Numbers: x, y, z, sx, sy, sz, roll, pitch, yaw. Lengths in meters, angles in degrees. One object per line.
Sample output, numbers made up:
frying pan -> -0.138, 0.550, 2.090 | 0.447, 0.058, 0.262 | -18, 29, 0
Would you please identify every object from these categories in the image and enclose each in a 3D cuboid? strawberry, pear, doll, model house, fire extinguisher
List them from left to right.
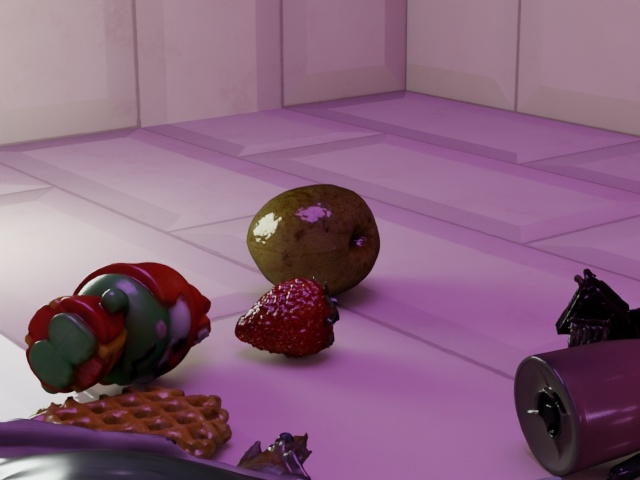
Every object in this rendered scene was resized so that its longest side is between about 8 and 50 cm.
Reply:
doll -> -0.264, 0.115, 1.772 | 0.160, 0.183, 0.363 | 40, 21, 22
strawberry -> -0.047, 0.111, 1.894 | 0.148, 0.131, 0.131 | 11, 18, 10
pear -> 0.000, 0.000, 2.152 | 0.211, 0.188, 0.228 | 12, 18, 44
model house -> 0.394, 0.136, 1.731 | 0.141, 0.164, 0.203 | -3, 18, 9
fire extinguisher -> 0.366, 0.270, 1.499 | 0.083, 0.025, 0.038 | -15, -18, -38

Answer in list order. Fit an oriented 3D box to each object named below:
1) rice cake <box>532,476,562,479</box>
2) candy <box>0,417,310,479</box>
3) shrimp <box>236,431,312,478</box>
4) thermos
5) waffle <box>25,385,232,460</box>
rice cake -> 0.171, 0.304, 1.359 | 0.237, 0.043, 0.127 | -3, 17, -12
candy -> -0.151, 0.232, 0.866 | 0.427, 0.186, 0.386 | 13, 0, -14
shrimp -> -0.028, 0.292, 1.312 | 0.168, 0.077, 0.317 | 28, 26, 0
thermos -> 0.383, 0.192, 1.560 | 0.265, 0.176, 0.146 | -10, 59, -20
waffle -> -0.247, 0.238, 1.585 | 0.291, 0.051, 0.291 | 2, 17, -1
